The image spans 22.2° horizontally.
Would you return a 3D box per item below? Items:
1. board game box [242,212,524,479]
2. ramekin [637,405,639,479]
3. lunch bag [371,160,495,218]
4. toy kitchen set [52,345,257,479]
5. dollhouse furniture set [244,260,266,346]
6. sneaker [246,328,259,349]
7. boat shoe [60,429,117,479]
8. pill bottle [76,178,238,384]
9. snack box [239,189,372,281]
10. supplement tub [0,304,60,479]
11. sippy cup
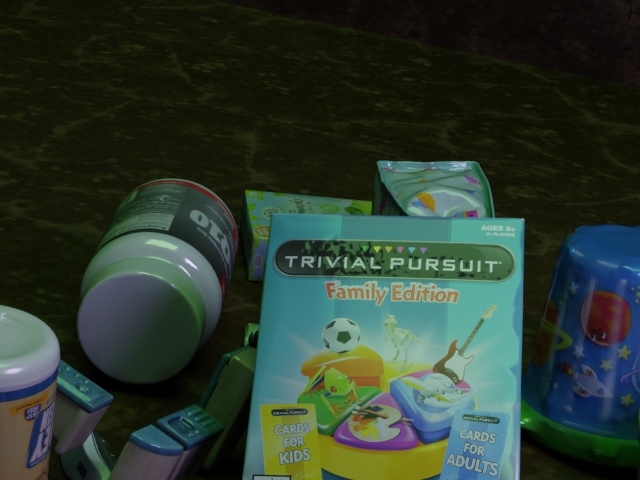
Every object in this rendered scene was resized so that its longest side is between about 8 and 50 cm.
[{"bbox_3d":[0.065,0.137,1.554,0.254,0.079,0.336,1,61,6],"label":"board game box"},{"bbox_3d":[0.450,0.253,1.589,0.304,0.148,0.303,4,31,-2],"label":"ramekin"},{"bbox_3d":[0.136,0.047,1.930,0.160,0.223,0.262,0,24,-7],"label":"lunch bag"},{"bbox_3d":[-0.171,0.145,1.595,0.166,0.122,0.207,33,17,15],"label":"toy kitchen set"},{"bbox_3d":[-0.050,0.082,1.989,0.076,0.058,0.151,8,21,-3],"label":"dollhouse furniture set"},{"bbox_3d":[0.057,0.172,1.714,0.147,0.129,0.330,-8,27,-33],"label":"sneaker"},{"bbox_3d":[-0.220,0.220,1.595,0.040,0.049,0.142,17,18,-31],"label":"boat shoe"},{"bbox_3d":[-0.187,0.046,1.884,0.161,0.161,0.283,9,22,-1],"label":"pill bottle"},{"bbox_3d":[0.000,0.000,2.202,0.207,0.070,0.174,4,23,-9],"label":"snack box"},{"bbox_3d":[-0.313,0.170,1.462,0.144,0.199,0.144,8,22,-3],"label":"supplement tub"},{"bbox_3d":[0.344,0.106,1.835,0.240,0.224,0.305,19,24,37],"label":"sippy cup"}]
